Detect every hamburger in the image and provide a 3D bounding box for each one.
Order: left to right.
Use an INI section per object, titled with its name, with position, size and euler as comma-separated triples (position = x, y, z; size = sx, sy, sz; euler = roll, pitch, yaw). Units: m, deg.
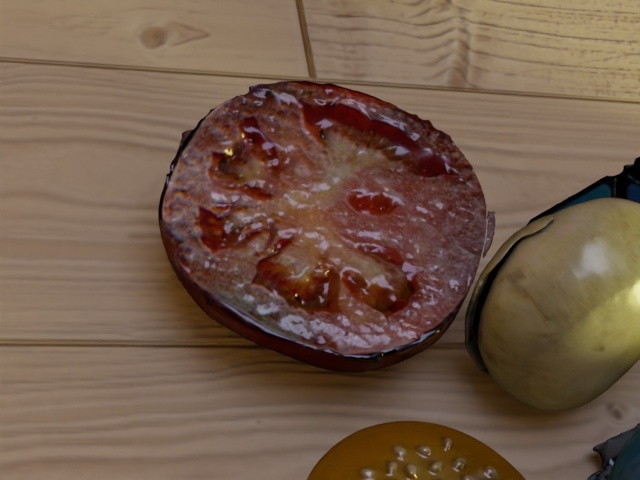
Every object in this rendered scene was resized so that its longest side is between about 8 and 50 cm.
[hamburger]
position = 0.049, 0.180, 0.678
size = 0.162, 0.115, 0.162
euler = 9, 52, -11

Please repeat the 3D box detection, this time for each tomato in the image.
[tomato]
position = -0.001, 0.000, 0.830
size = 0.225, 0.085, 0.225
euler = 7, 55, -10

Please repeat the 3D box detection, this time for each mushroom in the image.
[mushroom]
position = 0.165, 0.036, 0.813
size = 0.154, 0.154, 0.122
euler = -16, 44, -27

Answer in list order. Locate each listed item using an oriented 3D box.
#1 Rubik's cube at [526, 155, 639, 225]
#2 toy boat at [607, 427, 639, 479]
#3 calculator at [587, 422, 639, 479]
[Rubik's cube]
position = 0.316, -0.015, 0.950
size = 0.250, 0.284, 0.234
euler = -1, 11, 33
[toy boat]
position = 0.311, 0.189, 0.721
size = 0.329, 0.123, 0.215
euler = 9, 35, -21
[calculator]
position = 0.319, 0.165, 0.830
size = 0.274, 0.028, 0.166
euler = -15, 55, -28
